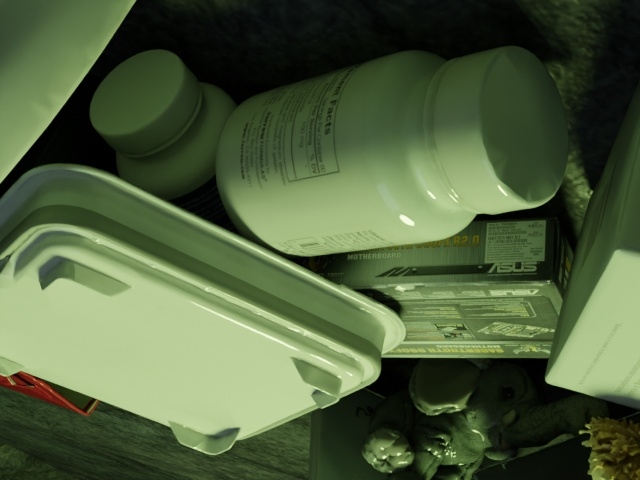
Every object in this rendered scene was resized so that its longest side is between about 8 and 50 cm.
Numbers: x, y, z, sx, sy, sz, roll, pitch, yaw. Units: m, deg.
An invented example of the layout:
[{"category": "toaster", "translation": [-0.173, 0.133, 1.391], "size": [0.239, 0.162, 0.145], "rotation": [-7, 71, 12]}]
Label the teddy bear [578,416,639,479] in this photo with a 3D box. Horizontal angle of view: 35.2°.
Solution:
[{"category": "teddy bear", "translation": [0.348, 0.158, 0.737], "size": [0.338, 0.245, 0.113], "rotation": [0, 127, -18]}]

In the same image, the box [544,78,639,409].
[{"category": "box", "translation": [0.343, 0.030, 0.627], "size": [0.346, 0.168, 0.215], "rotation": [16, 154, 9]}]

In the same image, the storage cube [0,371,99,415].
[{"category": "storage cube", "translation": [-0.321, 0.051, 1.100], "size": [0.193, 0.215, 0.183], "rotation": [9, 153, 36]}]

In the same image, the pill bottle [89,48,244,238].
[{"category": "pill bottle", "translation": [-0.100, -0.063, 0.824], "size": [0.112, 0.112, 0.186], "rotation": [3, 150, 31]}]

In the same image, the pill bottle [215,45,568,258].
[{"category": "pill bottle", "translation": [0.046, -0.061, 0.702], "size": [0.229, 0.131, 0.131], "rotation": [-8, 143, 44]}]

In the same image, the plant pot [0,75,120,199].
[{"category": "plant pot", "translation": [-0.230, -0.039, 0.900], "size": [0.188, 0.166, 0.188], "rotation": [1, 147, 35]}]

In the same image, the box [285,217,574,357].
[{"category": "box", "translation": [0.101, 0.047, 0.854], "size": [0.231, 0.056, 0.183], "rotation": [-3, 156, 23]}]

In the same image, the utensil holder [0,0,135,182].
[{"category": "utensil holder", "translation": [-0.298, -0.199, 0.461], "size": [0.385, 0.327, 0.328], "rotation": [36, 150, -27]}]

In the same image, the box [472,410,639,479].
[{"category": "box", "translation": [0.347, 0.308, 1.014], "size": [0.294, 0.182, 0.296], "rotation": [-23, 141, 10]}]

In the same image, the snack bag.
[{"category": "snack bag", "translation": [0.123, 0.318, 1.225], "size": [0.343, 0.323, 0.037], "rotation": [27, 117, -14]}]

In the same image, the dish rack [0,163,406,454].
[{"category": "dish rack", "translation": [-0.131, 0.082, 0.817], "size": [0.333, 0.072, 0.286], "rotation": [28, 143, -26]}]

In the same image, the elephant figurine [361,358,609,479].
[{"category": "elephant figurine", "translation": [0.173, 0.188, 1.099], "size": [0.186, 0.239, 0.169], "rotation": [52, -168, 19]}]
